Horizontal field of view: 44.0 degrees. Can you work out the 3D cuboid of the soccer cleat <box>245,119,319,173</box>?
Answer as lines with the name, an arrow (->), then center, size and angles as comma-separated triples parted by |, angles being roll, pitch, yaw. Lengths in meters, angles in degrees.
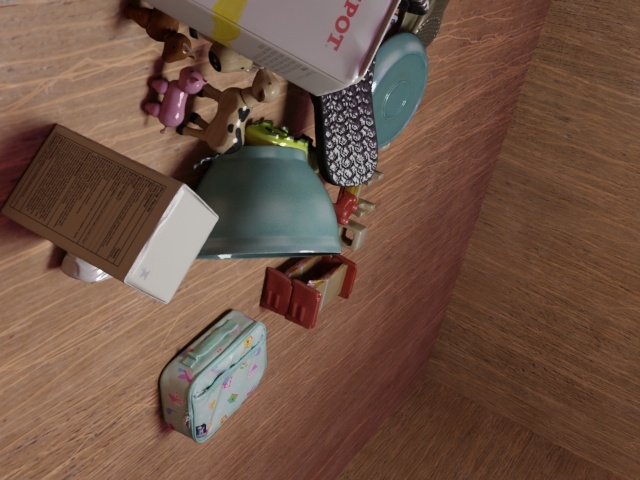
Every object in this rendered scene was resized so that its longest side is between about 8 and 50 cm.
soccer cleat -> -0.076, -0.168, 1.620 | 0.121, 0.093, 0.289 | -58, 158, 10

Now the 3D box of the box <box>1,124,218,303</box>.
box -> -0.286, -0.036, 1.086 | 0.148, 0.232, 0.127 | -60, 158, -9

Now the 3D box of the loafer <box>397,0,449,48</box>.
loafer -> 0.246, -0.563, 1.926 | 0.102, 0.092, 0.268 | -15, 146, -43

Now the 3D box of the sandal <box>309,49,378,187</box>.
sandal -> 0.029, -0.331, 1.602 | 0.168, 0.107, 0.445 | -7, 105, -27

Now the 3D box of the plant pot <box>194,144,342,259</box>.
plant pot -> -0.109, -0.067, 1.451 | 0.293, 0.293, 0.196 | 4, 84, -67

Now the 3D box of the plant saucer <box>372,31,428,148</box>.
plant saucer -> 0.170, -0.348, 1.921 | 0.317, 0.044, 0.317 | -41, 149, -30

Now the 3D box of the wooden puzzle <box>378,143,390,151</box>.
wooden puzzle -> 0.137, -0.328, 2.006 | 0.239, 0.044, 0.221 | -12, 125, -58

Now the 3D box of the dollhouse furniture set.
dollhouse furniture set -> 0.000, 0.000, 1.893 | 0.201, 0.152, 0.374 | -33, 143, -53

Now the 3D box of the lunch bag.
lunch bag -> -0.231, 0.297, 1.752 | 0.279, 0.108, 0.224 | -43, 151, -42

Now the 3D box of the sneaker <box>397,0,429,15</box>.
sneaker -> 0.203, -0.620, 1.745 | 0.162, 0.106, 0.281 | -67, 158, -2

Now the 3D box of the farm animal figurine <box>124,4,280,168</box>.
farm animal figurine -> -0.131, -0.304, 1.228 | 0.326, 0.172, 0.330 | -57, 158, -18

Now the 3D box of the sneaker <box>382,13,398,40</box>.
sneaker -> 0.104, -0.467, 1.718 | 0.224, 0.083, 0.098 | -11, 129, -65

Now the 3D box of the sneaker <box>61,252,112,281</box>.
sneaker -> -0.307, -0.015, 1.266 | 0.232, 0.090, 0.115 | -29, 136, -57

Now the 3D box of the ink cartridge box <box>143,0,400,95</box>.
ink cartridge box -> -0.085, -0.383, 0.945 | 0.279, 0.385, 0.160 | -64, -164, -2
